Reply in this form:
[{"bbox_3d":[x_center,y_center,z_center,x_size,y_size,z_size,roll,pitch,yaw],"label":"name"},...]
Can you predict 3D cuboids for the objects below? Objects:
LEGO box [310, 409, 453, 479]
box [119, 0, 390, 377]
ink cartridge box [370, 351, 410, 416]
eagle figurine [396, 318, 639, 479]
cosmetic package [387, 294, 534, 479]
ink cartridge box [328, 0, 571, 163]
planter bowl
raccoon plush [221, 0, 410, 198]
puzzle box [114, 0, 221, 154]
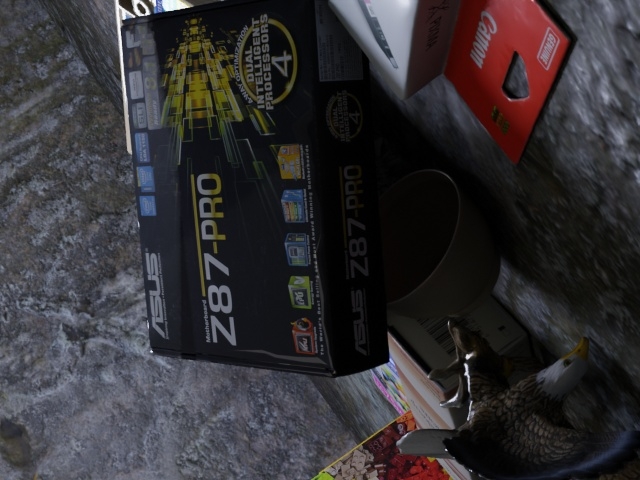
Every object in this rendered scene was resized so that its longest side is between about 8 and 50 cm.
[{"bbox_3d":[0.174,0.505,2.040,0.193,0.372,0.500,46,166,45],"label":"LEGO box"},{"bbox_3d":[-0.076,-0.063,1.448,0.318,0.097,0.394,3,99,48],"label":"box"},{"bbox_3d":[0.132,0.207,2.203,0.186,0.065,0.311,48,165,36],"label":"ink cartridge box"},{"bbox_3d":[0.232,0.204,1.381,0.298,0.226,0.225,-126,30,-43],"label":"eagle figurine"},{"bbox_3d":[0.188,0.189,1.683,0.153,0.129,0.296,46,166,40],"label":"cosmetic package"},{"bbox_3d":[0.097,-0.190,1.145,0.239,0.060,0.275,55,170,14],"label":"ink cartridge box"},{"bbox_3d":[0.125,0.019,1.440,0.109,0.162,0.162,32,-176,-32],"label":"planter bowl"},{"bbox_3d":[0.018,-0.095,1.687,0.299,0.216,0.446,40,-136,-78],"label":"raccoon plush"},{"bbox_3d":[-0.179,-0.208,1.923,0.272,0.052,0.409,34,147,22],"label":"puzzle box"}]
